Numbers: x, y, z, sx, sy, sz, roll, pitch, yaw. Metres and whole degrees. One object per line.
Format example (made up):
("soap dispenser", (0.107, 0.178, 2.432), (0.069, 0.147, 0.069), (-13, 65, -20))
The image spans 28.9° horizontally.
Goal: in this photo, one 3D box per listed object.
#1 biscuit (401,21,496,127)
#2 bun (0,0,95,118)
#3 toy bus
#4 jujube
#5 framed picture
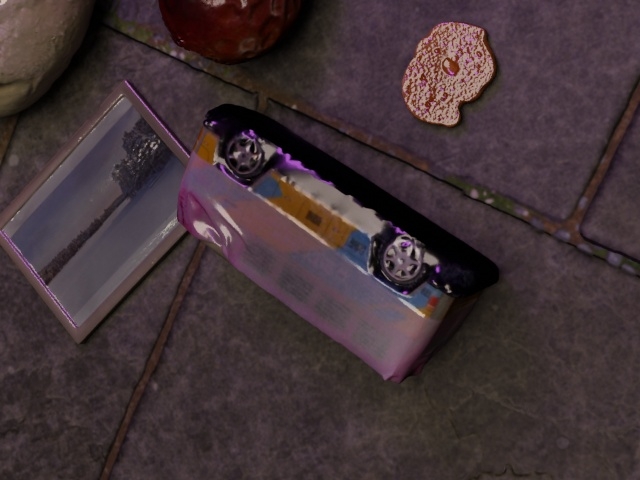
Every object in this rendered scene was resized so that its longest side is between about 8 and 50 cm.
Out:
("biscuit", (0.152, -0.199, 1.473), (0.102, 0.019, 0.130), (34, 101, 18))
("bun", (-0.463, -0.338, 1.597), (0.365, 0.219, 0.365), (-1, 88, 24))
("toy bus", (0.000, 0.000, 1.451), (0.386, 0.171, 0.162), (35, 105, 17))
("jujube", (-0.099, -0.333, 1.485), (0.183, 0.183, 0.243), (21, 97, 19))
("framed picture", (-0.286, -0.037, 1.635), (0.289, 0.016, 0.213), (-44, 76, 15))
